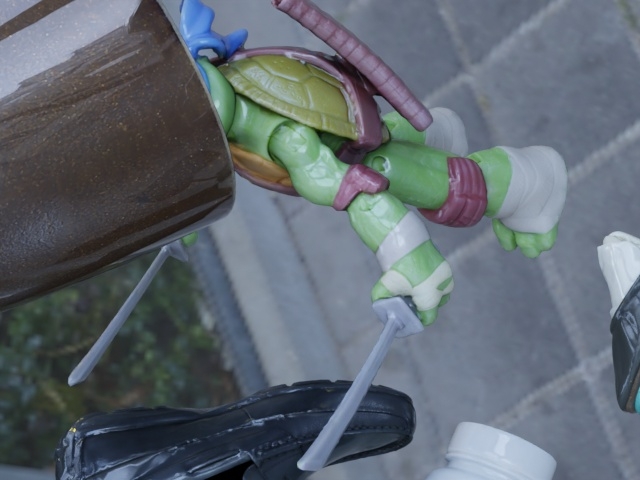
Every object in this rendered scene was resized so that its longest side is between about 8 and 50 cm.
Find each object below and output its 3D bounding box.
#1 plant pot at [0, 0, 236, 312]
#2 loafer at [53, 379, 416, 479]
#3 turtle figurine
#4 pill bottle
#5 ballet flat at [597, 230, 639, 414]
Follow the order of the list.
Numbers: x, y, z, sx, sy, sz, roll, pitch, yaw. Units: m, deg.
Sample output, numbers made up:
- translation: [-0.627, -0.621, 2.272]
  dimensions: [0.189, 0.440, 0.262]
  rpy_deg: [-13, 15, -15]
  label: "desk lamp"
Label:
- translation: [-0.197, -0.042, 0.844]
  dimensions: [0.230, 0.215, 0.215]
  rpy_deg: [-34, 42, -17]
  label: "plant pot"
- translation: [-0.046, 0.135, 1.022]
  dimensions: [0.076, 0.223, 0.078]
  rpy_deg: [113, 145, -57]
  label: "loafer"
- translation: [0.000, 0.000, 0.988]
  dimensions: [0.198, 0.266, 0.274]
  rpy_deg: [-22, 74, 46]
  label: "turtle figurine"
- translation: [0.087, 0.183, 1.024]
  dimensions: [0.078, 0.078, 0.137]
  rpy_deg: [7, 68, 47]
  label: "pill bottle"
- translation: [0.281, -0.003, 1.335]
  dimensions: [0.096, 0.095, 0.280]
  rpy_deg: [32, 94, 26]
  label: "ballet flat"
